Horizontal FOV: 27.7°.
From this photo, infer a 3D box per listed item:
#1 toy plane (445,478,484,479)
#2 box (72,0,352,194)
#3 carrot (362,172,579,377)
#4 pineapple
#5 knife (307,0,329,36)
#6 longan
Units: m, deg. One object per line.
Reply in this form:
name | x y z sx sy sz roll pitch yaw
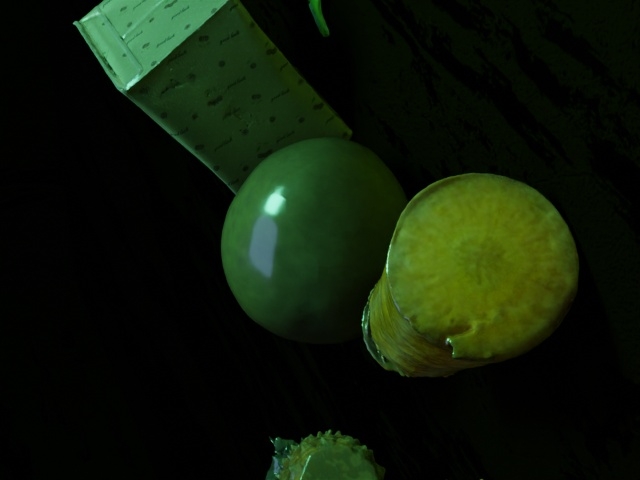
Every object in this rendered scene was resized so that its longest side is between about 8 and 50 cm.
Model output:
toy plane | 0.204 0.366 1.534 0.188 0.062 0.135 65 -174 23
box | -0.140 -0.217 1.734 0.297 0.190 0.225 43 -174 -41
carrot | 0.146 0.063 1.355 0.254 0.196 0.196 104 149 -71
pineapple | -0.003 0.368 2.020 0.340 0.169 0.169 158 98 -79
knife | 0.007 -0.336 1.691 0.078 0.022 0.166 64 159 20
longan | 0.000 0.000 1.599 0.258 0.258 0.258 167 90 -71
